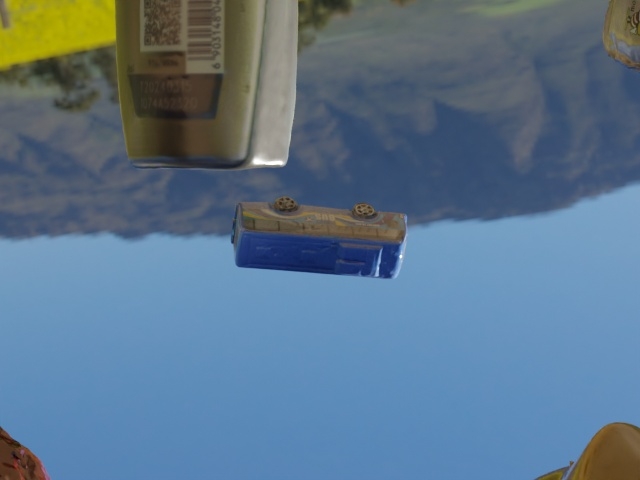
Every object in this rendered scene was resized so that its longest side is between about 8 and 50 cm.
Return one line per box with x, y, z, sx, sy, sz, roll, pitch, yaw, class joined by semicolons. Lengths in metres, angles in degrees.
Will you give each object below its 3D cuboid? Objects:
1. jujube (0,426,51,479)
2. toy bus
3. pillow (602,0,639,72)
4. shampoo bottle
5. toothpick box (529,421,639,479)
-0.147;0.088;0.469;0.129;0.077;0.077;25;-155;22;jujube
0.000;0.000;1.161;0.153;0.051;0.061;5;-144;-7;toy bus
0.308;-0.263;1.198;0.038;0.233;0.130;4;-165;-31;pillow
-0.074;-0.220;0.853;0.125;0.350;0.084;2;-174;32;shampoo bottle
0.288;0.434;1.369;0.409;0.409;0.425;-23;152;-49;toothpick box
